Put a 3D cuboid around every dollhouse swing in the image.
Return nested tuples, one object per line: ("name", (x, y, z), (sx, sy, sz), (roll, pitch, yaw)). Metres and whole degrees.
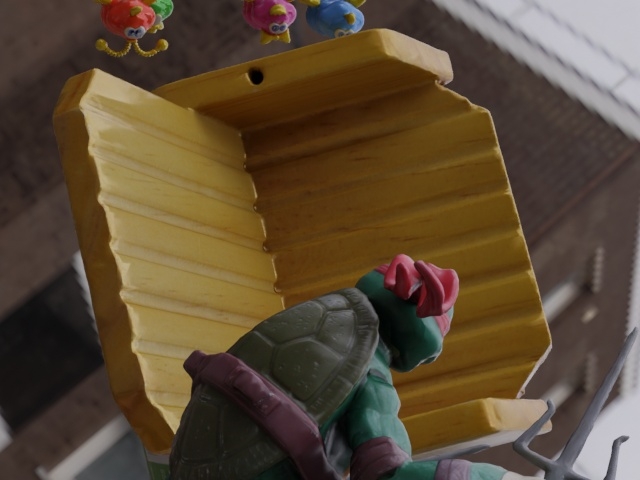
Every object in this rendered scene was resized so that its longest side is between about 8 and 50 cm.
("dollhouse swing", (0.000, 0.000, 1.415), (0.305, 0.315, 0.347), (57, 19, -75))

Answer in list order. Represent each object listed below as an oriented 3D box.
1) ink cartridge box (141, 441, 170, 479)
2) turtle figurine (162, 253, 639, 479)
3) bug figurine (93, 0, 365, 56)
("ink cartridge box", (-0.068, 0.164, 1.716), (0.062, 0.209, 0.109), (0, -75, 58))
("turtle figurine", (-0.007, 0.085, 0.652), (0.118, 0.234, 0.175), (51, -16, -11))
("bug figurine", (-0.093, -0.213, 1.669), (0.216, 0.279, 0.072), (-137, -133, -71))
